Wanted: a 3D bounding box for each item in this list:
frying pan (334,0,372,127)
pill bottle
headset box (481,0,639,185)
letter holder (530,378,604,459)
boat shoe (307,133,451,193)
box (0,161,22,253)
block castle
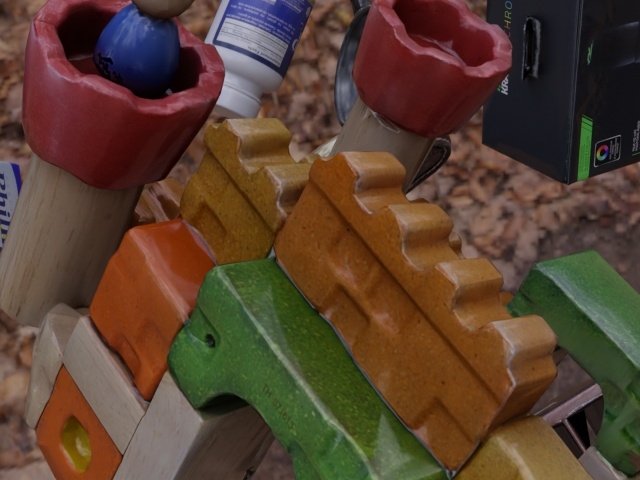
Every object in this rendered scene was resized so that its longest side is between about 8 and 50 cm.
[{"bbox_3d":[0.059,-0.313,1.829,0.053,0.197,0.326,8,44,-20],"label":"frying pan"},{"bbox_3d":[-0.088,-0.249,1.446,0.112,0.112,0.187,20,86,41],"label":"pill bottle"},{"bbox_3d":[0.290,-0.211,1.095,0.283,0.246,0.131,-17,31,-28],"label":"headset box"},{"bbox_3d":[0.314,0.291,1.332,0.152,0.302,0.214,-31,79,-3],"label":"letter holder"},{"bbox_3d":[0.000,0.000,1.142,0.342,0.123,0.123,-32,64,-3],"label":"boat shoe"},{"bbox_3d":[-0.330,-0.010,1.039,0.072,0.126,0.137,-7,0,14],"label":"box"},{"bbox_3d":[0.077,0.058,0.495,0.303,0.213,0.453,-12,52,-42],"label":"block castle"}]
